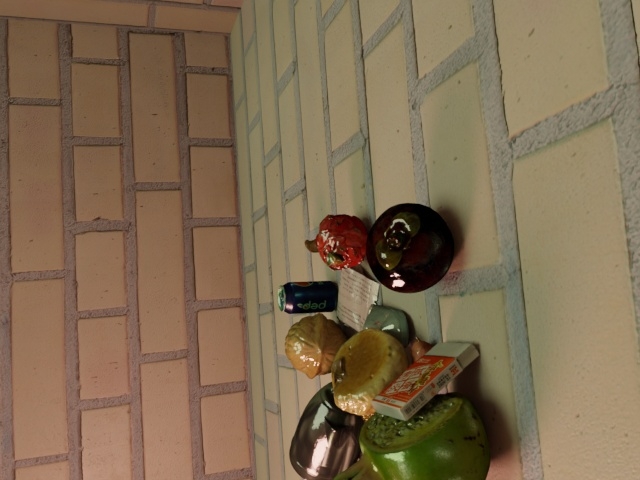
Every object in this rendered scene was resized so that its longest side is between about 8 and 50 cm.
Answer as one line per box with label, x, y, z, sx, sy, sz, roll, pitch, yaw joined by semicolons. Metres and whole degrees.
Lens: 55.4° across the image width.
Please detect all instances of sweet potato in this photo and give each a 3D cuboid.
sweet potato;-0.001;0.009;2.276;0.255;0.058;0.078;-31;42;64

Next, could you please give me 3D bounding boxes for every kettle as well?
kettle;0.052;0.576;1.995;0.321;0.229;0.324;-62;-11;-59

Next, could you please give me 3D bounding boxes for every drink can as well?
drink can;-0.046;0.205;2.191;0.118;0.205;0.118;178;90;-71

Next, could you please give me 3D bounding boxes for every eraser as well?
eraser;0.233;0.312;1.378;0.038;0.230;0.157;56;160;-3

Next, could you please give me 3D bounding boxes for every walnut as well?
walnut;-0.012;0.360;2.078;0.261;0.225;0.224;163;104;-85

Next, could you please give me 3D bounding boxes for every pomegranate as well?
pomegranate;0.207;0.489;1.320;0.216;0.359;0.310;58;163;-8

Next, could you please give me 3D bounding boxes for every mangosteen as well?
mangosteen;0.202;0.023;1.432;0.216;0.216;0.216;178;90;-71

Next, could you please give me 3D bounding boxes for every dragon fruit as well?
dragon fruit;0.069;0.001;1.900;0.209;0.172;0.172;-100;19;-48

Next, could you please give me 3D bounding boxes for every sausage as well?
sausage;0.258;0.325;1.541;0.065;0.065;0.169;-137;48;-64

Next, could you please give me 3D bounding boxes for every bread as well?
bread;0.132;0.353;1.598;0.244;0.134;0.244;-30;34;23

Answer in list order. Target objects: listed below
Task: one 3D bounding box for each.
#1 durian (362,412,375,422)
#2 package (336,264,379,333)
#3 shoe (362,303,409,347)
durian;0.181;0.468;1.677;0.168;0.137;0.158;-130;20;-74
package;0.107;0.186;1.972;0.251;0.062;0.203;-141;50;-61
shoe;0.168;0.242;1.735;0.251;0.100;0.103;-165;75;-73
